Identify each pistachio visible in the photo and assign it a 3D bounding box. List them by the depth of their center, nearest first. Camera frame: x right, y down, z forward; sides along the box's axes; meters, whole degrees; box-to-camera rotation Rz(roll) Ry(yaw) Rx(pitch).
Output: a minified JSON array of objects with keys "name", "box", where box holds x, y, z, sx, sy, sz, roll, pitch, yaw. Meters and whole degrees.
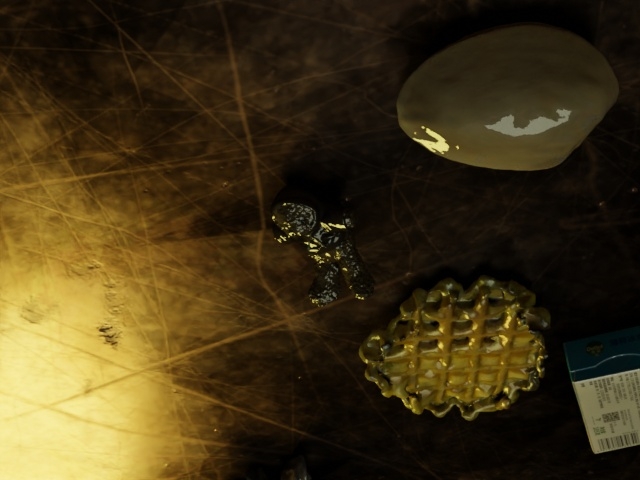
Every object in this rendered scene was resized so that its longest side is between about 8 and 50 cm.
[{"name":"pistachio","box":[0.191,-0.143,1.259,0.223,0.126,0.152,-9,105,11]}]

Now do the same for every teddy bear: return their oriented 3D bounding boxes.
[{"name":"teddy bear","box":[0.005,-0.004,1.436,0.119,0.078,0.160,-9,126,38]}]

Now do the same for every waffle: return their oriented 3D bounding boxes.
[{"name":"waffle","box":[0.191,0.149,1.629,0.280,0.060,0.262,30,128,-33]}]

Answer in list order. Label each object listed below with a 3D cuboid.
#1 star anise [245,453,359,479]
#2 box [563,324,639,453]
[{"name":"star anise","box":[-0.062,0.424,1.880,0.283,0.129,0.212,-22,119,13]},{"name":"box","box":[0.425,0.206,1.705,0.139,0.073,0.194,-15,137,11]}]
